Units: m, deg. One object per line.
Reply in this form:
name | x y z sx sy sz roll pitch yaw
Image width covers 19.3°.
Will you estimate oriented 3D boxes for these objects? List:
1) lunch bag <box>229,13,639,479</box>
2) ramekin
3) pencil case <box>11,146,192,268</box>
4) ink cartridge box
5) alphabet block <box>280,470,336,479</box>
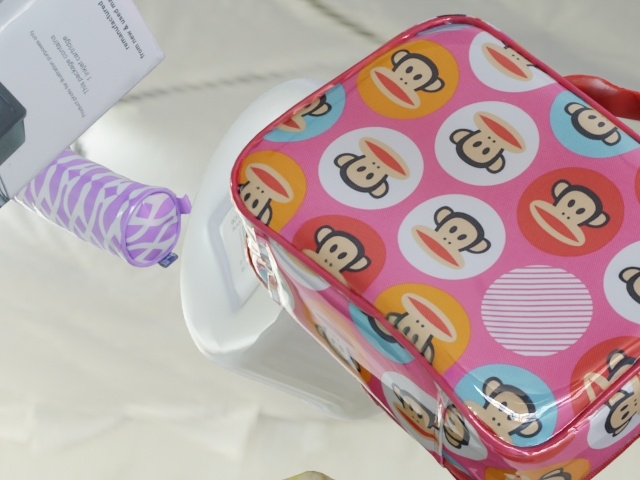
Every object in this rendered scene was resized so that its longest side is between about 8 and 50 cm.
lunch bag | 0.116 -0.007 1.163 0.293 0.258 0.120 44 -19 27
ramekin | 0.000 0.000 1.553 0.135 0.277 0.277 18 -18 -30
pencil case | -0.222 -0.045 1.837 0.206 0.088 0.086 25 -30 35
ink cartridge box | -0.209 -0.077 0.971 0.153 0.208 0.087 30 -23 44
alphabet block | -0.021 0.314 1.413 0.192 0.197 0.193 -22 -38 27
